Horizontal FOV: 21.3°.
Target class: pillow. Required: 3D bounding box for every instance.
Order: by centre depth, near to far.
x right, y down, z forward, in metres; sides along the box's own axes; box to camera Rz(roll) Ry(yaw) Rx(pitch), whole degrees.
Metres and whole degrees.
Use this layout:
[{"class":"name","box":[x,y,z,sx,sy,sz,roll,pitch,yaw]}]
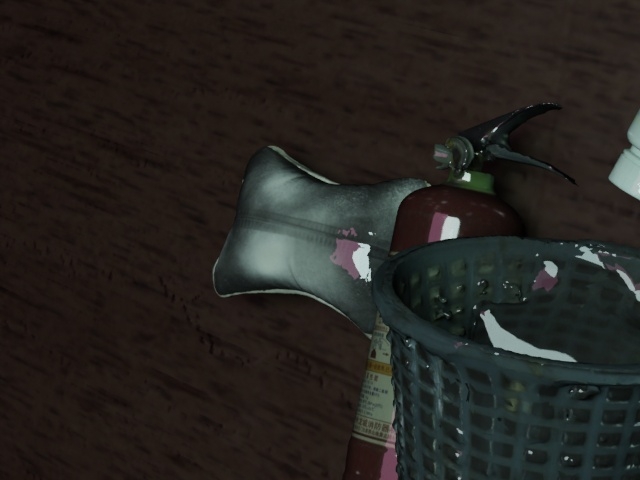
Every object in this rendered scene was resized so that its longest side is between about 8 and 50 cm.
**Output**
[{"class":"pillow","box":[-0.001,-0.001,0.984,0.136,0.055,0.091,15,60,38]}]

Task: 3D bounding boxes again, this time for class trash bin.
[{"class":"trash bin","box":[0.103,0.097,0.807,0.175,0.175,0.161,23,115,41]}]

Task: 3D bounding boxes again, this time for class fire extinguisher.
[{"class":"fire extinguisher","box":[0.077,0.037,0.904,0.099,0.071,0.231,12,89,37]}]

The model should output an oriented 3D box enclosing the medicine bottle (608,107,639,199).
[{"class":"medicine bottle","box":[0.181,-0.057,0.848,0.047,0.047,0.083,37,106,38]}]
